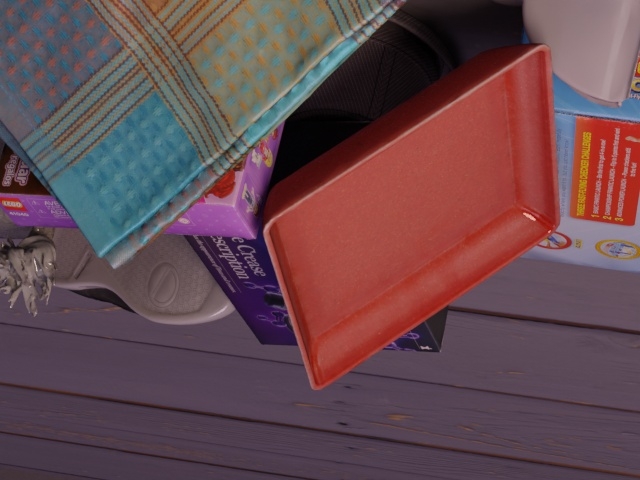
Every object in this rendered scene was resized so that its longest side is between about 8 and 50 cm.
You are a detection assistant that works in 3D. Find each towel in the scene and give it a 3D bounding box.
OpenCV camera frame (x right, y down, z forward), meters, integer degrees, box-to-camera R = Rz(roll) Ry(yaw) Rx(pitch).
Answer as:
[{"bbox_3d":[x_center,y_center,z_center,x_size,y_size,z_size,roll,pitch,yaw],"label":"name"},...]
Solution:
[{"bbox_3d":[-0.115,-0.178,1.199,0.271,0.040,0.370,50,124,0],"label":"towel"}]

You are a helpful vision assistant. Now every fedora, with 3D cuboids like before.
[{"bbox_3d":[-0.004,-0.113,1.635,0.243,0.124,0.275,27,153,-31],"label":"fedora"}]

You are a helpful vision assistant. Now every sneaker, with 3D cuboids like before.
[{"bbox_3d":[-0.143,0.033,1.819,0.147,0.105,0.295,15,176,-44],"label":"sneaker"}]

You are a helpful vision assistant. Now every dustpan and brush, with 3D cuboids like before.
[{"bbox_3d":[0.187,-0.187,1.402,0.060,0.147,0.211,9,-173,-45],"label":"dustpan and brush"}]

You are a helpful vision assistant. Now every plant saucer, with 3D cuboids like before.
[{"bbox_3d":[0.070,-0.024,1.421,0.048,0.258,0.259,50,166,30],"label":"plant saucer"}]

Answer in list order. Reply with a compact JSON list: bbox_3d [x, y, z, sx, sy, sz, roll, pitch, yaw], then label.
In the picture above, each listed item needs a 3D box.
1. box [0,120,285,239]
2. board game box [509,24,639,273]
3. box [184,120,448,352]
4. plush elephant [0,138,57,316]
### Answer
[{"bbox_3d":[-0.118,-0.145,1.393,0.201,0.293,0.057,3,153,19],"label":"box"},{"bbox_3d":[0.317,-0.063,1.557,0.302,0.086,0.308,9,157,9],"label":"board game box"},{"bbox_3d":[0.000,0.000,1.606,0.184,0.103,0.261,-1,152,18],"label":"box"},{"bbox_3d":[-0.344,-0.080,1.494,0.255,0.330,0.272,9,132,-15],"label":"plush elephant"}]
